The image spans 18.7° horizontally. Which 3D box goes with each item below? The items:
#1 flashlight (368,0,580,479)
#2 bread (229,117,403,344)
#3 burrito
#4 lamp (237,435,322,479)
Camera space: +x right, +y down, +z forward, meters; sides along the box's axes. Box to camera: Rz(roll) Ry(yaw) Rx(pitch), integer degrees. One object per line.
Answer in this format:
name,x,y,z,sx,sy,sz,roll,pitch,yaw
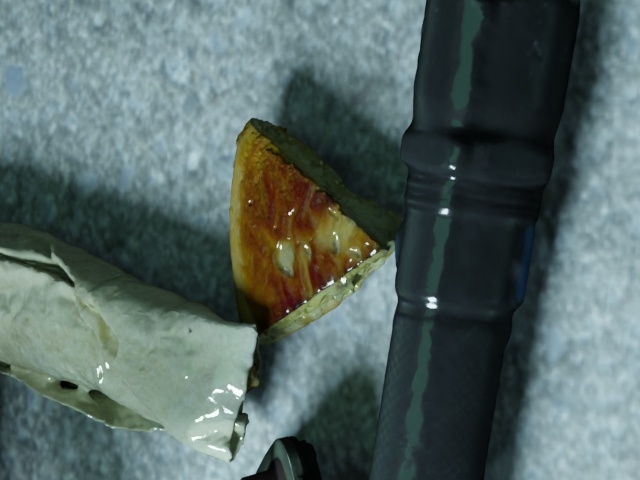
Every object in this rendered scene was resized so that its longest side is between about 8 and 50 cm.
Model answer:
flashlight,0.079,0.049,1.188,0.103,0.103,0.424,12,95,36
bread,-0.016,0.012,1.285,0.154,0.054,0.136,41,116,38
burrito,-0.188,0.059,1.391,0.392,0.076,0.117,18,105,37
lamp,-0.118,0.253,1.228,0.283,0.124,0.203,-15,74,-2
